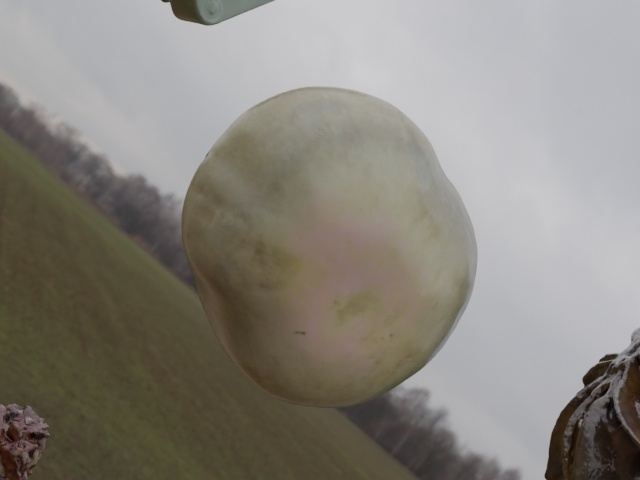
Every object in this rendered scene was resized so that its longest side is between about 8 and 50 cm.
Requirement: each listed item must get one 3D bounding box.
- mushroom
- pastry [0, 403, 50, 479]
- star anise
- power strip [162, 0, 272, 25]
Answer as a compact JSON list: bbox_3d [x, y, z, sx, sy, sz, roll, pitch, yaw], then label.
[{"bbox_3d":[0.000,0.000,0.904,0.254,0.260,0.234,18,13,-21],"label":"mushroom"},{"bbox_3d":[-0.334,0.241,0.994,0.115,0.208,0.097,32,5,-12],"label":"pastry"},{"bbox_3d":[0.332,0.136,1.014,0.108,0.315,0.315,52,-5,5],"label":"star anise"},{"bbox_3d":[-0.023,-0.329,1.184,0.062,0.385,0.091,20,-50,45],"label":"power strip"}]
